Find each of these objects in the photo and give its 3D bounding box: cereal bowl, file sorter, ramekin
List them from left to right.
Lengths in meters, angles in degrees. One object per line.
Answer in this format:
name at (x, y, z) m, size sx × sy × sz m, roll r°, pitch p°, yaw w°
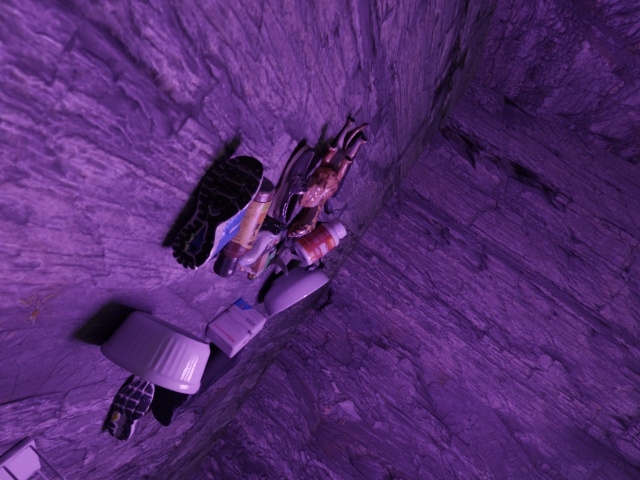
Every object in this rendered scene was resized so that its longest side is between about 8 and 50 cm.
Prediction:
file sorter at (-0.772, 0.666, 1.034) m, size 0.278 × 0.173 × 0.192 m, roll -39°, pitch 159°, yaw -47°
ramekin at (-0.421, 0.287, 1.148) m, size 0.273 × 0.273 × 0.127 m, roll 78°, pitch 37°, yaw -73°
cereal bowl at (-0.135, 0.222, 2.102) m, size 0.339 × 0.141 × 0.339 m, roll -31°, pitch 176°, yaw -2°

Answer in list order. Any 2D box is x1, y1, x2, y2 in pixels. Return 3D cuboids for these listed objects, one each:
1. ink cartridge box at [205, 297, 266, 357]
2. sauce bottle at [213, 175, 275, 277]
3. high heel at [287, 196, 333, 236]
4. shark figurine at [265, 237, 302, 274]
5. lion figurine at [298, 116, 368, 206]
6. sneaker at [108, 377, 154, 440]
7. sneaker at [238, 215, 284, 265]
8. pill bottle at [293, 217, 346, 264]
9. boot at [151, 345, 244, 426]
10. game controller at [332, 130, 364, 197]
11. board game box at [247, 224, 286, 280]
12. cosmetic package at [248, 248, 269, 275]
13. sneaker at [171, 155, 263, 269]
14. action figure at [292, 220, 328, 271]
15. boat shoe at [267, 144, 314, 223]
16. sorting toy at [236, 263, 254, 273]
ink cartridge box at (-0.350, 0.358, 1.789) m, size 0.203 × 0.148 × 0.085 m, roll -39°, pitch 162°, yaw -46°
sauce bottle at (-0.239, -0.035, 1.285) m, size 0.111 × 0.111 × 0.344 m, roll -35°, pitch 158°, yaw -55°
high heel at (-0.052, -0.136, 1.805) m, size 0.261 × 0.093 × 0.186 m, roll -37°, pitch 142°, yaw -25°
shark figurine at (-0.134, 0.072, 1.799) m, size 0.278 × 0.116 × 0.166 m, roll 121°, pitch -7°, yaw -84°
lion figurine at (0.055, -0.287, 1.624) m, size 0.392 × 0.142 × 0.240 m, roll -48°, pitch 173°, yaw -44°
sneaker at (-0.632, 0.548, 1.457) m, size 0.275 × 0.107 × 0.110 m, roll -55°, pitch -173°, yaw 23°
sneaker at (-0.218, -0.005, 1.527) m, size 0.237 × 0.085 × 0.086 m, roll -50°, pitch -167°, yaw -33°
pill bottle at (0.000, 0.000, 1.867) m, size 0.216 × 0.121 × 0.121 m, roll -35°, pitch 162°, yaw -15°
boot at (-0.460, 0.514, 1.793) m, size 0.445 × 0.146 × 0.367 m, roll -31°, pitch 161°, yaw -54°
game controller at (0.099, -0.324, 1.874) m, size 0.319 × 0.067 × 0.166 m, roll -63°, pitch 180°, yaw 40°
board game box at (-0.215, 0.041, 1.735) m, size 0.136 × 0.030 × 0.259 m, roll -42°, pitch 162°, yaw -49°
cosmetic package at (-0.241, 0.073, 1.651) m, size 0.041 × 0.060 × 0.115 m, roll -40°, pitch 159°, yaw -48°
sneaker at (-0.260, -0.079, 1.133) m, size 0.329 × 0.130 × 0.147 m, roll -53°, pitch -179°, yaw 8°
action figure at (-0.044, 0.001, 1.991) m, size 0.164 × 0.141 × 0.275 m, roll -9°, pitch 98°, yaw -35°
boat shoe at (-0.085, -0.186, 1.475) m, size 0.285 × 0.092 × 0.103 m, roll -59°, pitch 166°, yaw 19°
sorting toy at (-0.272, 0.091, 1.552) m, size 0.044 × 0.075 × 0.083 m, roll -52°, pitch 166°, yaw -10°
